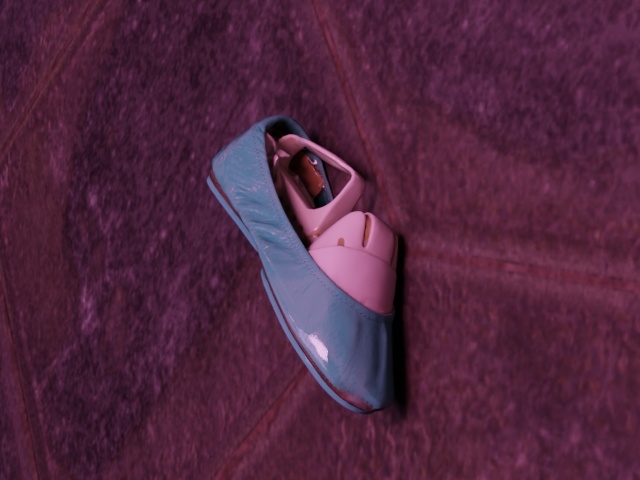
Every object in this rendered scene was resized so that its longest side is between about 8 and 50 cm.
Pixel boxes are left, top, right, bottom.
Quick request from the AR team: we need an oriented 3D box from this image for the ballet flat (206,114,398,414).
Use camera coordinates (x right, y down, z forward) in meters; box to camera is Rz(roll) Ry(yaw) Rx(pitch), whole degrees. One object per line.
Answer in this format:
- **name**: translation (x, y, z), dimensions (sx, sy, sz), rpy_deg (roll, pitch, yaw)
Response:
- **ballet flat**: translation (0.000, 0.000, 1.228), dimensions (0.087, 0.083, 0.247), rpy_deg (-49, 43, 18)
